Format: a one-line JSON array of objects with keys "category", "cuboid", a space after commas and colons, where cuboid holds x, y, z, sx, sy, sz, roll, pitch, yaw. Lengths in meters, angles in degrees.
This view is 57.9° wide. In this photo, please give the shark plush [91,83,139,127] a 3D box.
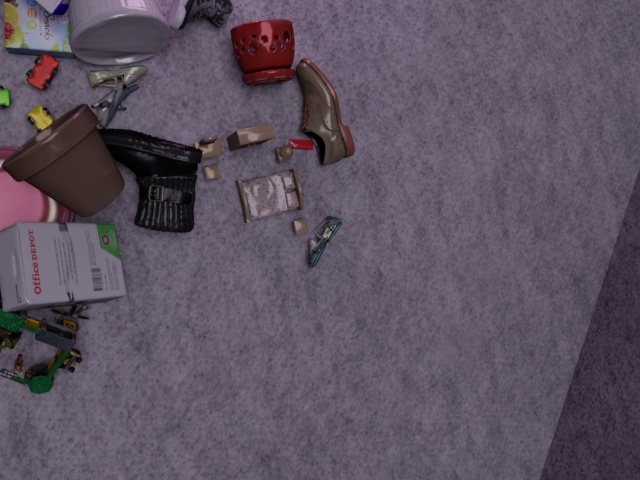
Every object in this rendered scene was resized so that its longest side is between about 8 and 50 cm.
[{"category": "shark plush", "cuboid": [-0.600, -0.405, 1.697, 0.067, 0.073, 0.161, 56, 51, -33]}]

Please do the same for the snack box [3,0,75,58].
[{"category": "snack box", "cuboid": [-0.774, -0.620, 1.599, 0.174, 0.070, 0.207, 0, 93, -21]}]

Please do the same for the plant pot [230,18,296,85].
[{"category": "plant pot", "cuboid": [-0.170, -0.569, 1.769, 0.191, 0.191, 0.174, -10, 100, -20]}]

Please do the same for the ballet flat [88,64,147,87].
[{"category": "ballet flat", "cuboid": [-0.586, -0.471, 1.682, 0.168, 0.057, 0.052, -11, 84, -11]}]

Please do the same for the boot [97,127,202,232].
[{"category": "boot", "cuboid": [-0.522, -0.170, 1.678, 0.347, 0.131, 0.260, 14, 107, -1]}]

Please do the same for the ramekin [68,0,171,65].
[{"category": "ramekin", "cuboid": [-0.559, -0.599, 1.587, 0.272, 0.273, 0.127, -16, 84, -20]}]

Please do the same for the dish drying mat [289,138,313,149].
[{"category": "dish drying mat", "cuboid": [-0.063, -0.317, 1.910, 0.083, 0.008, 0.032, 0, 90, -21]}]

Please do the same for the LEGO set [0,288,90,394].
[{"category": "LEGO set", "cuboid": [-0.820, 0.246, 1.573, 0.331, 0.192, 0.255, 23, 104, -30]}]

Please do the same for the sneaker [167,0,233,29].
[{"category": "sneaker", "cuboid": [-0.345, -0.681, 1.704, 0.153, 0.101, 0.269, 32, 47, -26]}]

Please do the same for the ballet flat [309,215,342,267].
[{"category": "ballet flat", "cuboid": [0.000, 0.000, 1.921, 0.070, 0.070, 0.188, 37, 77, -18]}]

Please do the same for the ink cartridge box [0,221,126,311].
[{"category": "ink cartridge box", "cuboid": [-0.682, 0.065, 1.529, 0.289, 0.121, 0.211, 1, 75, -57]}]

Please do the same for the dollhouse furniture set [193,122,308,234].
[{"category": "dollhouse furniture set", "cuboid": [-0.195, -0.161, 1.776, 0.303, 0.174, 0.356, -16, 96, -19]}]

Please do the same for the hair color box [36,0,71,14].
[{"category": "hair color box", "cuboid": [-0.760, -0.769, 1.478, 0.339, 0.110, 0.185, 42, 100, -19]}]

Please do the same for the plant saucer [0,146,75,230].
[{"category": "plant saucer", "cuboid": [-0.850, -0.092, 1.578, 0.332, 0.084, 0.332, -1, 92, -20]}]

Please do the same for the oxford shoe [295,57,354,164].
[{"category": "oxford shoe", "cuboid": [-0.010, -0.411, 1.866, 0.130, 0.123, 0.348, -29, 101, -18]}]

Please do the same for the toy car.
[{"category": "toy car", "cuboid": [-0.835, -0.392, 1.592, 0.224, 0.053, 0.239, -3, 92, -20]}]

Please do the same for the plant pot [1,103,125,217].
[{"category": "plant pot", "cuboid": [-0.643, -0.193, 1.520, 0.263, 0.263, 0.229, -44, 119, -14]}]
